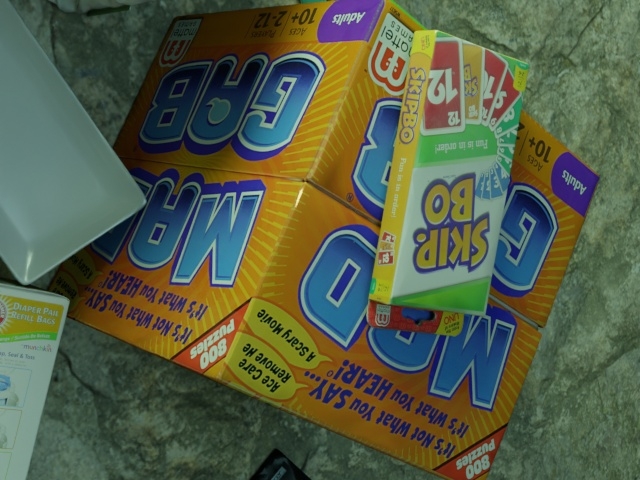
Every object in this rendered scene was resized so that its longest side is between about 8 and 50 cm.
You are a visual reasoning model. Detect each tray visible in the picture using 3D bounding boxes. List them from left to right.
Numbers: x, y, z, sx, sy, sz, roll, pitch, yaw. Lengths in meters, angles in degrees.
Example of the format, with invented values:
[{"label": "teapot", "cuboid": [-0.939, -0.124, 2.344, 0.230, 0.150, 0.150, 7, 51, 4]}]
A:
[{"label": "tray", "cuboid": [-0.300, -0.106, 0.958, 0.145, 0.030, 0.270, -35, 97, -12]}]

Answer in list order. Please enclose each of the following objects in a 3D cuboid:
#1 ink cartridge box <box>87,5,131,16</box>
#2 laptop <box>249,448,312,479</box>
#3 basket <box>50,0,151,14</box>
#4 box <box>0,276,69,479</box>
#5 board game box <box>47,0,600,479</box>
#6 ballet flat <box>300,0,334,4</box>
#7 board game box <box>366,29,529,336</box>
[{"label": "ink cartridge box", "cuboid": [-0.160, -0.318, 1.037, 0.062, 0.109, 0.209, 22, 84, -38]}, {"label": "laptop", "cuboid": [-0.053, 0.449, 1.320, 0.234, 0.136, 0.264, -48, 149, -21]}, {"label": "basket", "cuboid": [-0.225, -0.386, 0.836, 0.328, 0.331, 0.266, 25, 80, -38]}, {"label": "box", "cuboid": [-0.335, 0.135, 0.977, 0.103, 0.114, 0.203, 15, 88, -39]}, {"label": "board game box", "cuboid": [0.000, 0.000, 1.060, 0.356, 0.356, 0.356, 30, 79, -37]}, {"label": "ballet flat", "cuboid": [0.010, -0.361, 1.195, 0.070, 0.070, 0.188, -9, 107, -37]}, {"label": "board game box", "cuboid": [0.114, -0.044, 0.894, 0.124, 0.039, 0.259, 9, 93, -38]}]
